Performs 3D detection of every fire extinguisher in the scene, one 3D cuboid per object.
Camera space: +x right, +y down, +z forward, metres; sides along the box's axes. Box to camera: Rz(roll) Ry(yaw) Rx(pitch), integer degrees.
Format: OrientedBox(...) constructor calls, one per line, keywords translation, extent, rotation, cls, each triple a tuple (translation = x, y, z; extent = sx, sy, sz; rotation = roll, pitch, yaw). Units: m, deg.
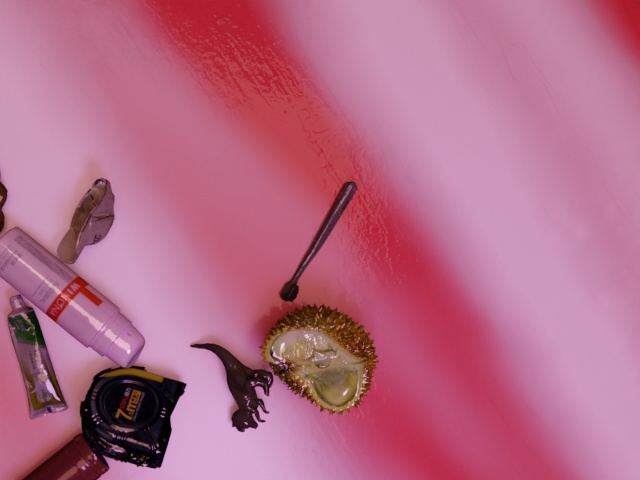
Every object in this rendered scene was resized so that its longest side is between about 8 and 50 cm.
OrientedBox(translation=(-0.541, 0.499, 1.827), extent=(0.269, 0.105, 0.104), rotation=(-38, 96, -12), cls="fire extinguisher")

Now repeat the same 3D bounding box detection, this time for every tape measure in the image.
OrientedBox(translation=(-0.375, 0.338, 1.847), extent=(0.186, 0.112, 0.199), rotation=(20, 45, -7), cls="tape measure")

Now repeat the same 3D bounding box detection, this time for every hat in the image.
OrientedBox(translation=(-0.451, -0.029, 1.856), extent=(0.081, 0.122, 0.166), rotation=(34, 53, -24), cls="hat")

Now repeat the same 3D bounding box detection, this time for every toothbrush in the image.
OrientedBox(translation=(0.000, 0.000, 2.005), extent=(0.030, 0.031, 0.297), rotation=(37, 78, -35), cls="toothbrush")

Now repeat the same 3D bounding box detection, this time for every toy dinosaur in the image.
OrientedBox(translation=(-0.189, 0.307, 1.913), extent=(0.179, 0.087, 0.187), rotation=(5, 98, 4), cls="toy dinosaur")

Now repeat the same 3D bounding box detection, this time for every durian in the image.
OrientedBox(translation=(-0.001, 0.232, 1.915), extent=(0.237, 0.176, 0.200), rotation=(32, 95, -5), cls="durian")

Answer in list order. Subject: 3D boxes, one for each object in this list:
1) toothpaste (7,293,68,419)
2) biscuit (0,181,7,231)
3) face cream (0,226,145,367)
OrientedBox(translation=(-0.569, 0.227, 1.862), extent=(0.078, 0.047, 0.247), rotation=(-16, 94, -9), cls="toothpaste")
OrientedBox(translation=(-0.775, -0.046, 1.813), extent=(0.330, 0.078, 0.334), rotation=(0, 88, -15), cls="biscuit")
OrientedBox(translation=(-0.489, 0.118, 1.836), extent=(0.346, 0.102, 0.102), rotation=(39, 80, -1), cls="face cream")
